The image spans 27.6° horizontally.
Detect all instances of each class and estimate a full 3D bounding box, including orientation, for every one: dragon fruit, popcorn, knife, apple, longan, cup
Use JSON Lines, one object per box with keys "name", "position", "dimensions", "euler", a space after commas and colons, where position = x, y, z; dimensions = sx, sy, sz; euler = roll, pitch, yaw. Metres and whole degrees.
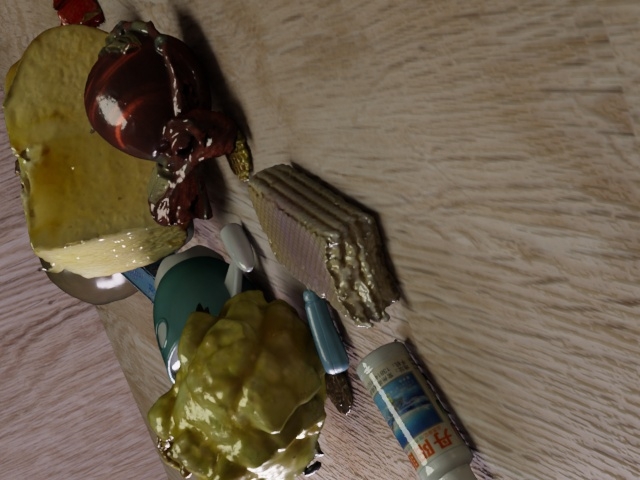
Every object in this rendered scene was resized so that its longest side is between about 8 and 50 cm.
{"name": "dragon fruit", "position": [-0.390, -0.376, 2.001], "dimensions": [0.131, 0.063, 0.097], "euler": [66, 163, -3]}
{"name": "popcorn", "position": [-0.092, 0.199, 1.605], "dimensions": [0.215, 0.252, 0.286], "euler": [18, 150, 13]}
{"name": "knife", "position": [-0.016, 0.040, 1.489], "dimensions": [0.058, 0.032, 0.244], "euler": [-78, -30, -77]}
{"name": "apple", "position": [-0.314, -0.123, 1.804], "dimensions": [0.314, 0.252, 0.309], "euler": [-30, 64, 53]}
{"name": "longan", "position": [-0.390, -0.004, 2.281], "dimensions": [0.248, 0.248, 0.248], "euler": [56, 161, 30]}
{"name": "cup", "position": [-0.155, 0.101, 1.799], "dimensions": [0.173, 0.168, 0.299], "euler": [61, 138, 44]}

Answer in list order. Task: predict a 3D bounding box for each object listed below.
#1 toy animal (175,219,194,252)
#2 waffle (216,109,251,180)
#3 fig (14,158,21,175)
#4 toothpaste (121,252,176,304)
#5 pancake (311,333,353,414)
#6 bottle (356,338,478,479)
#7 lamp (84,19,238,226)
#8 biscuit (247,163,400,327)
{"name": "toy animal", "position": [-0.283, -0.051, 2.041], "dimensions": [0.245, 0.115, 0.146], "euler": [35, 146, 60]}
{"name": "waffle", "position": [-0.107, -0.117, 1.576], "dimensions": [0.085, 0.016, 0.078], "euler": [57, 158, 24]}
{"name": "fig", "position": [-0.366, -0.191, 2.026], "dimensions": [0.149, 0.202, 0.148], "euler": [-52, -42, -69]}
{"name": "toothpaste", "position": [-0.300, 0.001, 1.966], "dimensions": [0.272, 0.066, 0.053], "euler": [38, 135, 27]}
{"name": "pancake", "position": [0.011, 0.166, 1.619], "dimensions": [0.115, 0.011, 0.115], "euler": [56, 161, 30]}
{"name": "bottle", "position": [0.112, 0.200, 1.277], "dimensions": [0.217, 0.060, 0.060], "euler": [57, 162, 22]}
{"name": "lamp", "position": [-0.205, -0.147, 1.566], "dimensions": [0.215, 0.151, 0.223], "euler": [114, 141, -52]}
{"name": "biscuit", "position": [0.000, 0.000, 1.334], "dimensions": [0.239, 0.062, 0.108], "euler": [37, 149, 61]}
